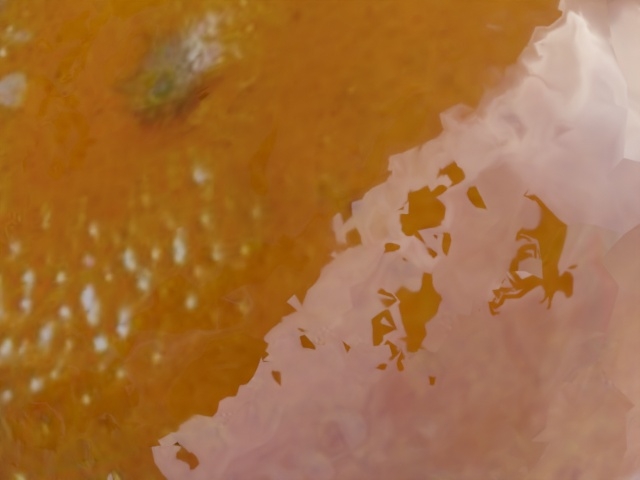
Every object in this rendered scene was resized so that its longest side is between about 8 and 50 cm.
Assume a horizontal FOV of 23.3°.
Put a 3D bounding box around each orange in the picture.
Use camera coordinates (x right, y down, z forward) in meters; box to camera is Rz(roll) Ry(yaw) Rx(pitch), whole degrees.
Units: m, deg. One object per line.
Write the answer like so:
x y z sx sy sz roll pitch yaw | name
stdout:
0.000 0.000 0.710 0.424 0.424 0.326 -57 150 -4 | orange
